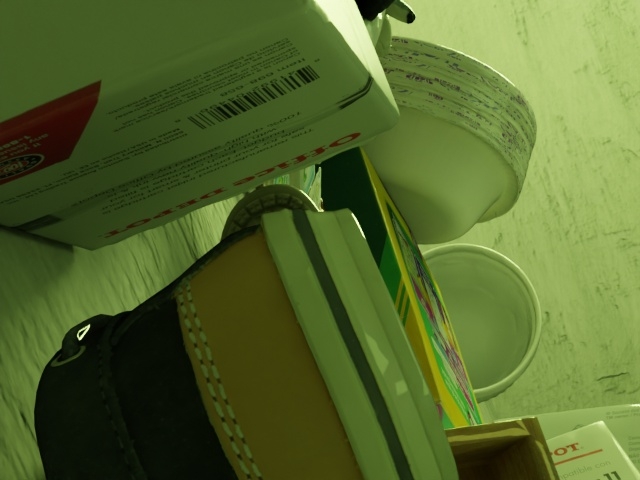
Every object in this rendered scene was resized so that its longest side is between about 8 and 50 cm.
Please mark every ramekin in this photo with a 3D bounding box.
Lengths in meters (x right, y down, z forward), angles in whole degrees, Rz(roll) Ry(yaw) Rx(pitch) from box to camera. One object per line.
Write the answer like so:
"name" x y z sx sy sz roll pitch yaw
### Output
"ramekin" 0.186 0.119 2.126 0.109 0.207 0.207 74 -2 -68

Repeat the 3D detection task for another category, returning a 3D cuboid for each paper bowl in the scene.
"paper bowl" 0.093 -0.099 1.838 0.284 0.284 0.148 57 47 -58

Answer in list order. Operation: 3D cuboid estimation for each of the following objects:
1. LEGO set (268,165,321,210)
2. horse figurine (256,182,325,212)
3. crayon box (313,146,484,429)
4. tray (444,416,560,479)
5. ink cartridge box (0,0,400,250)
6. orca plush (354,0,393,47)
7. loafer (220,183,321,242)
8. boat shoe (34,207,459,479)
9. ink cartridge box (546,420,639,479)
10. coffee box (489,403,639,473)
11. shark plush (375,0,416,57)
"LEGO set" 0.000 0.000 1.353 0.182 0.060 0.244 -68 164 -51
"horse figurine" -0.064 -0.110 1.490 0.263 0.066 0.174 55 18 -40
"crayon box" 0.085 0.123 1.745 0.363 0.106 0.313 57 15 -57
"tray" 0.113 0.328 1.061 0.076 0.202 0.411 -46 -125 50
"ink cartridge box" -0.086 -0.090 0.780 0.273 0.197 0.114 33 36 -78
"orca plush" 0.000 -0.196 1.241 0.287 0.102 0.151 -66 -169 -27
"loafer" -0.011 0.087 1.231 0.092 0.101 0.269 -67 145 -81
"boat shoe" -0.032 0.124 0.788 0.500 0.156 0.187 83 -17 -73
"ink cartridge box" 0.202 0.289 1.420 0.353 0.207 0.119 -119 -168 -58
"coffee box" 0.350 0.393 1.621 0.338 0.337 0.334 -75 152 -53
"shark plush" 0.010 -0.224 1.430 0.161 0.073 0.067 44 7 -16
